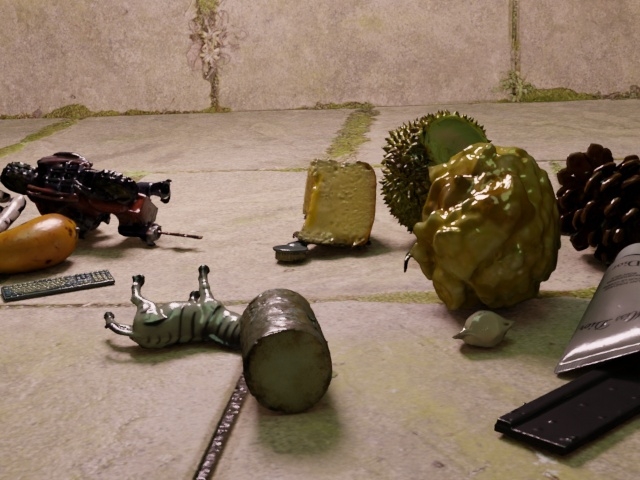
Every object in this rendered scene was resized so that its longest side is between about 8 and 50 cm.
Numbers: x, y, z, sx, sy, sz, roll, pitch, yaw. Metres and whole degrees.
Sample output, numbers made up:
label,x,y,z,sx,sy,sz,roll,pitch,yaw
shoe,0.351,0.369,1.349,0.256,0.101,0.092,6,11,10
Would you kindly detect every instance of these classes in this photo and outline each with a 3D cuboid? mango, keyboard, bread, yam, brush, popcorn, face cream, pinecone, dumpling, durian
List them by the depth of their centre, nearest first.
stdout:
label,x,y,z,sx,sy,sz,roll,pitch,yaw
keyboard,0.326,0.173,1.184,0.310,0.018,0.101,-16,21,-40
yam,-0.046,0.125,1.267,0.107,0.107,0.194,-4,15,-5
face cream,0.400,0.092,1.358,0.143,0.089,0.314,-19,12,29
dumpling,0.211,0.121,1.367,0.052,0.057,0.076,41,59,14
popcorn,0.230,-0.016,1.500,0.225,0.249,0.249,-3,13,31
pinecone,0.479,-0.047,1.662,0.186,0.168,0.212,38,-8,-39
keyboard,-0.426,0.073,1.700,0.176,0.014,0.055,-9,20,-21
mango,-0.501,0.009,1.805,0.178,0.090,0.115,-19,11,-36
durian,0.201,-0.110,1.843,0.177,0.236,0.200,-5,11,40
bread,0.024,-0.035,1.864,0.140,0.169,0.160,7,57,-2
brush,0.000,0.000,1.877,0.062,0.027,0.266,6,14,29

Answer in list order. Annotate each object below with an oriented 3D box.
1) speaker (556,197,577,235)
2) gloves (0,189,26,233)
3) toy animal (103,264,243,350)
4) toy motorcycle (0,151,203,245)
label,x,y,z,sx,sy,sz,roll,pitch,yaw
speaker,0.476,-0.059,1.950,0.082,0.044,0.218,10,20,39
gloves,-0.617,-0.032,1.890,0.111,0.127,0.212,32,34,-20
toy animal,-0.182,0.109,1.425,0.217,0.073,0.176,-11,32,-15
toy motorcycle,-0.392,-0.069,1.954,0.401,0.134,0.207,4,-27,21
